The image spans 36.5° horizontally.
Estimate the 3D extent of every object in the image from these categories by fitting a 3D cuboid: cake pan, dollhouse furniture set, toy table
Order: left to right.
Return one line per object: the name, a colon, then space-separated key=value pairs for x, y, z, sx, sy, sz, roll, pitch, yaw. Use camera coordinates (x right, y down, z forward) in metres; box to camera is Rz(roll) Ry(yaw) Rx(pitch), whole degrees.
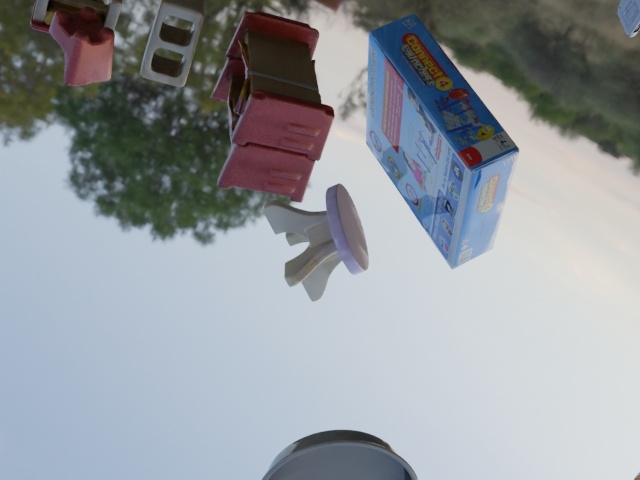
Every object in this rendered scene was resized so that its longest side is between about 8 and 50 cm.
dollhouse furniture set: x=-0.182 y=-0.201 z=1.227 sx=0.374 sy=0.152 sz=0.201 roll=12 pitch=-139 yaw=-17
toy table: x=0.000 y=0.000 z=2.095 sx=0.274 sy=0.161 sz=0.252 roll=-74 pitch=-39 yaw=-73
cake pan: x=0.027 y=0.443 z=1.712 sx=0.293 sy=0.293 sz=0.054 roll=23 pitch=-153 yaw=-20

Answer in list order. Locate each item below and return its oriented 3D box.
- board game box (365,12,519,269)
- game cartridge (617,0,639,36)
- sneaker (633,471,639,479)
board game box: x=0.185 y=-0.155 z=1.586 sx=0.302 sy=0.086 sz=0.308 roll=59 pitch=167 yaw=26
game cartridge: x=0.487 y=-0.359 z=1.511 sx=0.083 sy=0.017 sz=0.056 roll=95 pitch=154 yaw=-75
sneaker: x=0.470 y=0.304 z=1.033 sx=0.262 sy=0.121 sz=0.099 roll=42 pitch=171 yaw=0
